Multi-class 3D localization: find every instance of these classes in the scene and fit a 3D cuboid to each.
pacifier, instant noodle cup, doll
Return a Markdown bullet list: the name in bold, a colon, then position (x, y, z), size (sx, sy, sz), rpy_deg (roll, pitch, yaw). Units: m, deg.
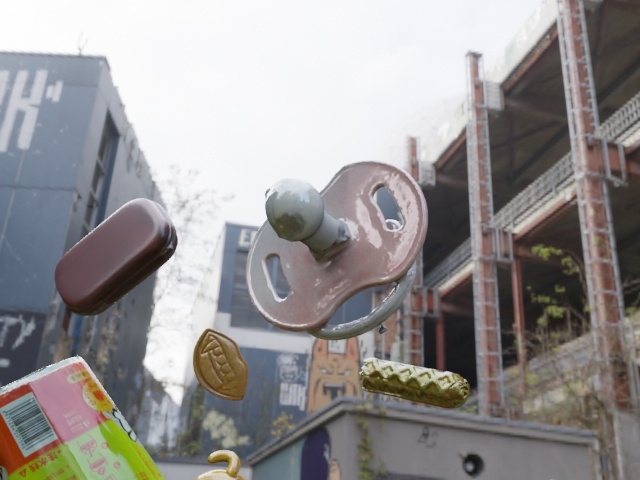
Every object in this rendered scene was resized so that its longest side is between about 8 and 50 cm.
- **pacifier**: position (0.009, -0.002, 1.128), size (0.332, 0.220, 0.273), rpy_deg (-32, -70, 14)
- **instant noodle cup**: position (-0.408, 0.374, 1.154), size (0.294, 0.308, 0.294), rpy_deg (-31, -11, -7)
- **doll**: position (-0.227, 0.662, 1.720), size (0.167, 0.162, 0.269), rpy_deg (31, -40, 37)

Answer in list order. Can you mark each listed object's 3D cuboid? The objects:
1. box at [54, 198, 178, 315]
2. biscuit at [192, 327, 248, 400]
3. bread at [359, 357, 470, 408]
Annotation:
- **box**: position (-0.617, 0.050, 2.161), size (0.404, 0.263, 0.108), rpy_deg (-38, -37, -1)
- **biscuit**: position (-0.279, 0.347, 1.981), size (0.142, 0.220, 0.029), rpy_deg (-23, -1, -17)
- **bread**: position (0.225, 0.340, 1.698), size (0.269, 0.087, 0.098), rpy_deg (5, -61, 32)
